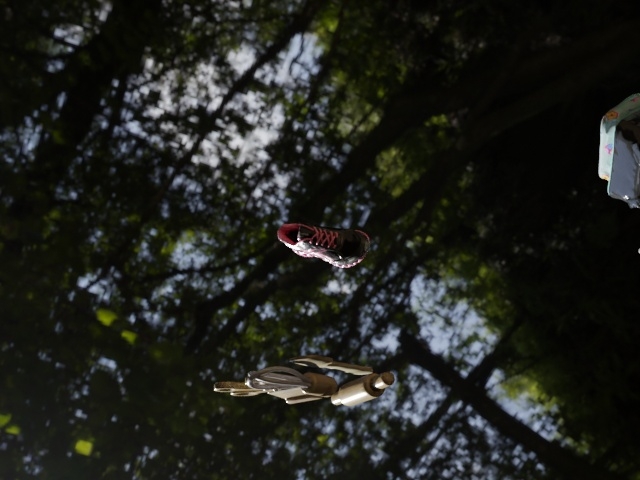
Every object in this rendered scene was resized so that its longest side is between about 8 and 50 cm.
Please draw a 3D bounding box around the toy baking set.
[{"bbox_3d":[-0.015,0.177,1.024,0.197,0.256,0.030,5,-110,-26],"label":"toy baking set"}]

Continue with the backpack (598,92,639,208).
[{"bbox_3d":[0.538,-0.155,1.351,0.188,0.166,0.144,-28,-139,-15],"label":"backpack"}]

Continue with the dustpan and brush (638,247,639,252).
[{"bbox_3d":[0.568,0.038,1.327,0.060,0.147,0.211,-3,-167,-31],"label":"dustpan and brush"}]

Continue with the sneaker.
[{"bbox_3d":[0.000,0.000,0.989,0.119,0.047,0.057,6,166,37],"label":"sneaker"}]
